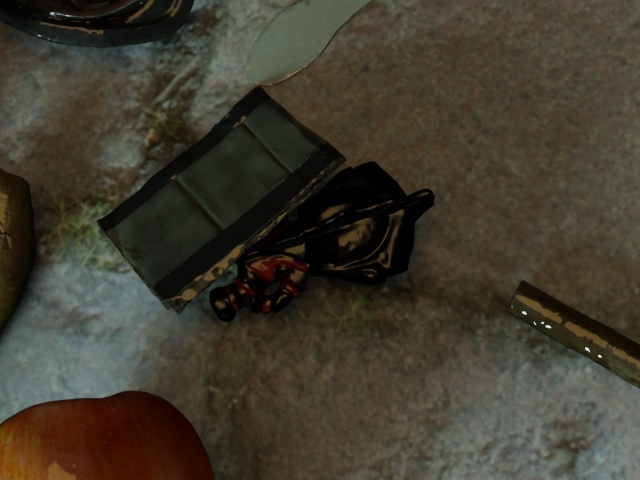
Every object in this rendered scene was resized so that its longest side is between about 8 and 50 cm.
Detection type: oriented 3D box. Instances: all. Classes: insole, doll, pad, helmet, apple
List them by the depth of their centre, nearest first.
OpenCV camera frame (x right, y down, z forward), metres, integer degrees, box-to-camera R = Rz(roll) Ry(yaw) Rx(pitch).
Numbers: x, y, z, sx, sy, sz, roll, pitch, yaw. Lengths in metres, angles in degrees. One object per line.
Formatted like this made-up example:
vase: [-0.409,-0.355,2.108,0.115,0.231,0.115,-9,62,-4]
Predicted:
apple: [-0.207,0.267,1.597,0.242,0.242,0.241,-17,79,2]
doll: [0.000,-0.001,1.732,0.248,0.088,0.127,-24,93,9]
pad: [-0.105,-0.046,1.753,0.233,0.022,0.174,-42,46,-7]
helmet: [-0.265,-0.311,1.813,0.253,0.154,0.198,5,106,-26]
insole: [-0.002,-0.237,1.836,0.197,0.004,0.065,-43,73,-6]

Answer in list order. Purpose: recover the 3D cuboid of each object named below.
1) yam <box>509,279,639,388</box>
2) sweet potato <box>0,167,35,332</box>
yam: [0.331,0.128,1.668,0.327,0.045,0.045,28,57,14]
sweet potato: [-0.336,0.049,1.766,0.077,0.077,0.244,9,82,10]
